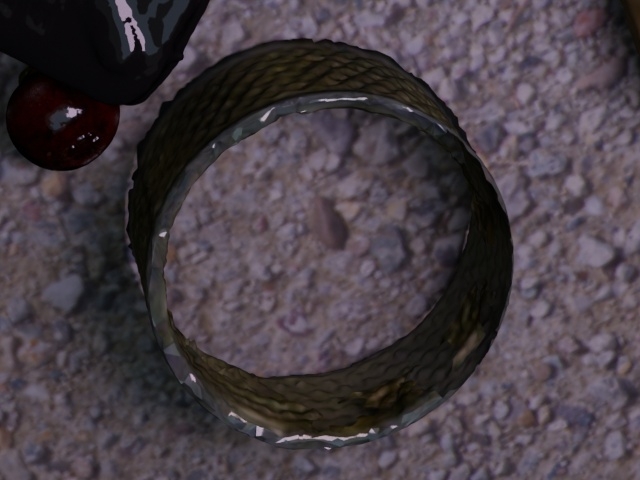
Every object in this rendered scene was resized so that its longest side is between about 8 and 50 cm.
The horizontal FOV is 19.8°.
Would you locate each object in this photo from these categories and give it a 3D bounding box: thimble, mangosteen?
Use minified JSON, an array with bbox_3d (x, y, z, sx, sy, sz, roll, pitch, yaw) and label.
[{"bbox_3d":[0.000,0.000,1.303,0.271,0.150,0.271,-3,110,-8],"label":"thimble"},{"bbox_3d":[-0.182,-0.088,1.285,0.081,0.081,0.081,-3,109,-9],"label":"mangosteen"}]

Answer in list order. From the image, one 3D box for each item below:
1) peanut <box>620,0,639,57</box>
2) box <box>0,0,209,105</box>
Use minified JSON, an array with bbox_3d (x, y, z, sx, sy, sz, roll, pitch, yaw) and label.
[{"bbox_3d":[0.304,-0.186,1.285,0.192,0.169,0.387,-29,115,-4],"label":"peanut"},{"bbox_3d":[-0.175,-0.267,1.198,0.289,0.073,0.290,29,102,-2],"label":"box"}]
